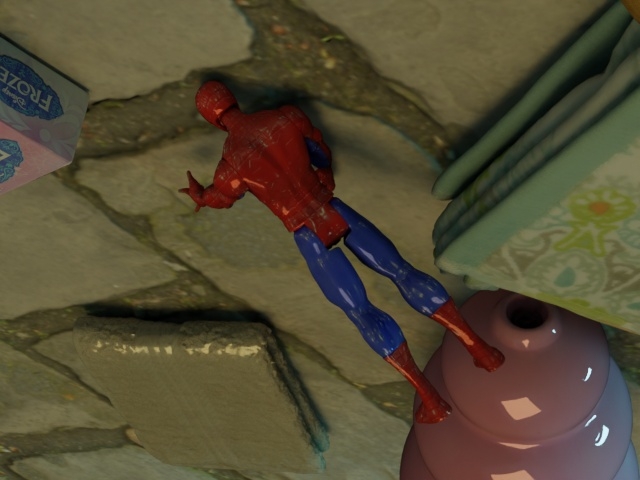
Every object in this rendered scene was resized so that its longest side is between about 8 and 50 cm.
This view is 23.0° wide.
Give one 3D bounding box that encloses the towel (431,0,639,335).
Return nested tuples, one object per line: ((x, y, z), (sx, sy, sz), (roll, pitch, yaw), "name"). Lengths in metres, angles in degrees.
((0.283, -0.035, 1.028), (0.320, 0.090, 0.374), (17, 150, -18), "towel")

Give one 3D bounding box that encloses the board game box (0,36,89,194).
((-0.386, -0.109, 1.114), (0.318, 0.066, 0.318), (-20, 140, 41), "board game box")

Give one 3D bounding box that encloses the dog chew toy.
((0.165, 0.154, 1.294), (0.206, 0.207, 0.332), (4, 142, 9), "dog chew toy")

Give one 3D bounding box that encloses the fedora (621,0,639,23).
((0.228, -0.181, 0.772), (0.194, 0.079, 0.194), (-8, 144, -6), "fedora")

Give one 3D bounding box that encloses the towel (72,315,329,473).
((-0.105, 0.148, 1.504), (0.187, 0.049, 0.282), (0, 148, 14), "towel")

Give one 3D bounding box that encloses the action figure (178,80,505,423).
((0.000, 0.000, 1.129), (0.280, 0.091, 0.139), (50, 168, -9), "action figure")
